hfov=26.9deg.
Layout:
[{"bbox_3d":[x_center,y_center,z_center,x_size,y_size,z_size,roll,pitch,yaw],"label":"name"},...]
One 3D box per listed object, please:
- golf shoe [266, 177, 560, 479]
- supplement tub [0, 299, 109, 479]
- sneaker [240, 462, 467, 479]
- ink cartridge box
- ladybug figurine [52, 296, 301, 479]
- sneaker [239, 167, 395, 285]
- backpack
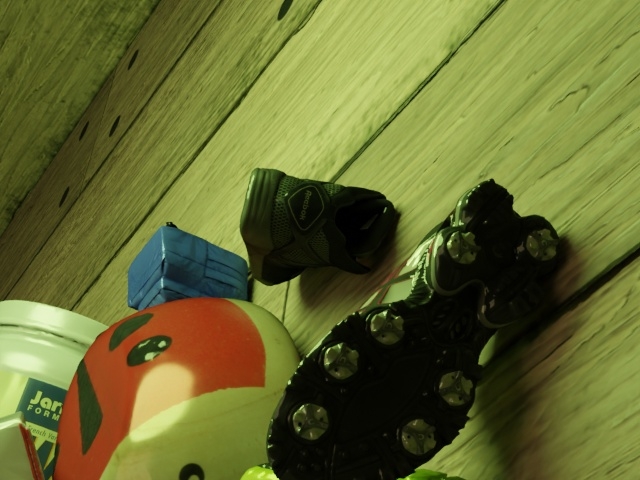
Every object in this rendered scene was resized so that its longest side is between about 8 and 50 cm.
[{"bbox_3d":[0.059,0.079,0.914,0.273,0.105,0.120,-44,0,-29],"label":"golf shoe"},{"bbox_3d":[-0.347,0.258,1.570,0.235,0.235,0.325,-26,43,60],"label":"supplement tub"},{"bbox_3d":[0.044,0.216,0.881,0.295,0.109,0.124,1,97,62],"label":"sneaker"},{"bbox_3d":[-0.266,0.314,1.254,0.261,0.066,0.296,159,95,-76],"label":"ink cartridge box"},{"bbox_3d":[-0.146,0.192,1.255,0.305,0.161,0.449,-63,20,5],"label":"ladybug figurine"},{"bbox_3d":[0.000,0.000,1.257,0.227,0.130,0.087,85,-161,-73],"label":"sneaker"},{"bbox_3d":[-0.141,0.057,1.470,0.098,0.120,0.101,-43,38,40],"label":"backpack"}]
